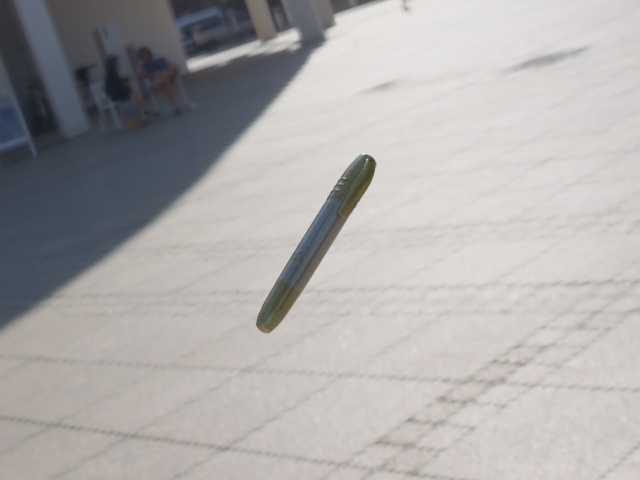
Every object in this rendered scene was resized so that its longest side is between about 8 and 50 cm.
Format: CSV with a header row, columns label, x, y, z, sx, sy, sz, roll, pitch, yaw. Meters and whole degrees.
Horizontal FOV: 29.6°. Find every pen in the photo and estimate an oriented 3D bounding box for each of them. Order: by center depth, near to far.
label,x,y,z,sx,sy,sz,roll,pitch,yaw
pen,0.000,0.000,1.258,0.040,0.032,0.233,-13,41,56
